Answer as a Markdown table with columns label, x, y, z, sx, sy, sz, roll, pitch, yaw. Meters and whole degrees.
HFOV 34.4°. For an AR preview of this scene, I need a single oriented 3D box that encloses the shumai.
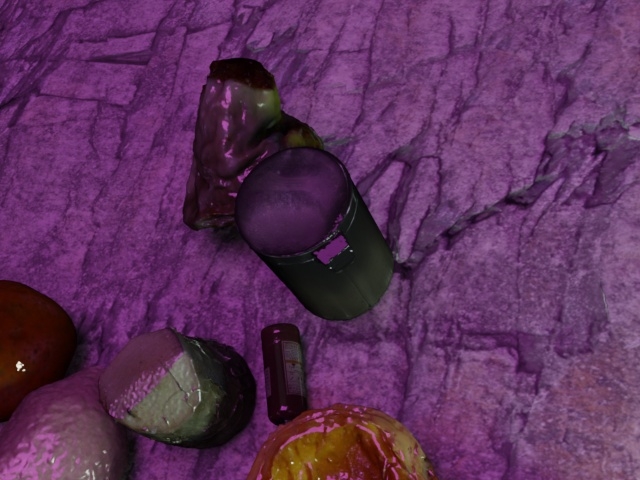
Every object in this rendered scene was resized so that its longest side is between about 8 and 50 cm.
| label | x | y | z | sx | sy | sz | roll | pitch | yaw |
| --- | --- | --- | --- | --- | --- | --- | --- | --- | --- |
| shumai | -0.169 | -0.197 | 1.924 | 0.304 | 0.263 | 0.309 | -23 | 22 | 5 |

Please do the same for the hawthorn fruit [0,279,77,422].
| label | x | y | z | sx | sy | sz | roll | pitch | yaw |
| --- | --- | --- | --- | --- | --- | --- | --- | --- | --- |
| hawthorn fruit | -0.616 | 0.193 | 1.929 | 0.277 | 0.298 | 0.277 | -9 | 67 | 23 |

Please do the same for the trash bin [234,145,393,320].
| label | x | y | z | sx | sy | sz | roll | pitch | yaw |
| --- | --- | --- | --- | --- | --- | --- | --- | --- | --- |
| trash bin | 0.000 | 0.000 | 1.780 | 0.203 | 0.301 | 0.252 | -41 | 59 | -4 |

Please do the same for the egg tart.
| label | x | y | z | sx | sy | sz | roll | pitch | yaw |
| --- | --- | --- | --- | --- | --- | --- | --- | --- | --- |
| egg tart | 0.033 | 0.435 | 1.622 | 0.352 | 0.150 | 0.351 | -7 | 66 | 16 |

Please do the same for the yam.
| label | x | y | z | sx | sy | sz | roll | pitch | yaw |
| --- | --- | --- | --- | --- | --- | --- | --- | --- | --- |
| yam | -0.238 | 0.253 | 1.761 | 0.201 | 0.271 | 0.202 | 35 | 86 | 31 |

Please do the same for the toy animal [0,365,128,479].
| label | x | y | z | sx | sy | sz | roll | pitch | yaw |
| --- | --- | --- | --- | --- | --- | --- | --- | --- | --- |
| toy animal | -0.459 | 0.383 | 1.827 | 0.226 | 0.188 | 0.358 | 28 | 64 | 7 |

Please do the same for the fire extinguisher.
| label | x | y | z | sx | sy | sz | roll | pitch | yaw |
| --- | --- | --- | --- | --- | --- | --- | --- | --- | --- |
| fire extinguisher | -0.065 | 0.253 | 1.788 | 0.071 | 0.099 | 0.231 | -11 | 58 | 8 |
